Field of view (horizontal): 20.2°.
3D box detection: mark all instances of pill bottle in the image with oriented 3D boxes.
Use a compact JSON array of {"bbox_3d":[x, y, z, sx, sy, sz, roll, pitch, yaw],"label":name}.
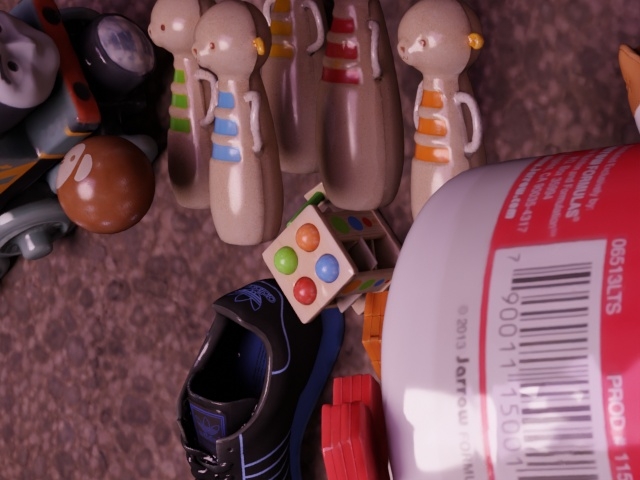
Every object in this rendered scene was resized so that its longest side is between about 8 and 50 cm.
[{"bbox_3d":[0.251,0.058,0.757,0.407,0.229,0.229,-6,90,29],"label":"pill bottle"}]

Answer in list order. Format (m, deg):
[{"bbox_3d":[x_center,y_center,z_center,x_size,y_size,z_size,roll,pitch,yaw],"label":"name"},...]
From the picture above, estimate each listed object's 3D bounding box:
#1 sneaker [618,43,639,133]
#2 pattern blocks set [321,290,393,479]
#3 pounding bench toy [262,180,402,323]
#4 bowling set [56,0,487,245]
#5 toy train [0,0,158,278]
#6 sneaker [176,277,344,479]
[{"bbox_3d":[0.251,-0.126,0.838,0.290,0.106,0.123,-36,74,37],"label":"sneaker"},{"bbox_3d":[0.056,0.169,0.907,0.026,0.325,0.286,-9,98,10],"label":"pattern blocks set"},{"bbox_3d":[0.000,0.000,1.084,0.052,0.065,0.083,-46,65,33],"label":"pounding bench toy"},{"bbox_3d":[-0.042,-0.084,0.963,0.287,0.199,0.154,-154,58,-64],"label":"bowling set"},{"bbox_3d":[-0.257,-0.048,1.212,0.334,0.190,0.142,-33,73,37],"label":"toy train"},{"bbox_3d":[-0.054,0.133,1.124,0.081,0.090,0.232,21,107,37],"label":"sneaker"}]
